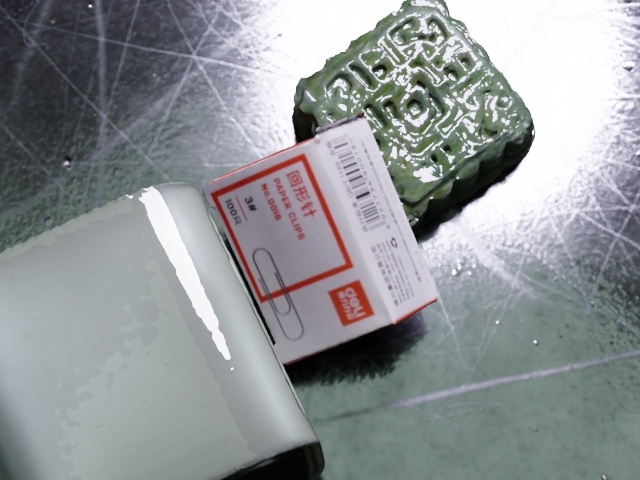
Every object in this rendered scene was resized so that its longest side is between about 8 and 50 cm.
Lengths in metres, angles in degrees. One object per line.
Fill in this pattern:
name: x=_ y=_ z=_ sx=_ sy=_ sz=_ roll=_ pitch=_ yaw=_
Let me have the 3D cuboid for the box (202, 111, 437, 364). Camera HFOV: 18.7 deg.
box: x=0.000 y=0.000 z=1.685 sx=0.133 sy=0.099 sz=0.182 roll=-20 pitch=93 yaw=34

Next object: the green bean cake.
green bean cake: x=0.085 y=-0.114 z=1.760 sx=0.181 sy=0.094 sz=0.173 roll=-36 pitch=80 yaw=-7

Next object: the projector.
projector: x=-0.159 y=0.125 z=1.620 sx=0.248 sy=0.248 sz=0.249 roll=-25 pitch=76 yaw=-4
